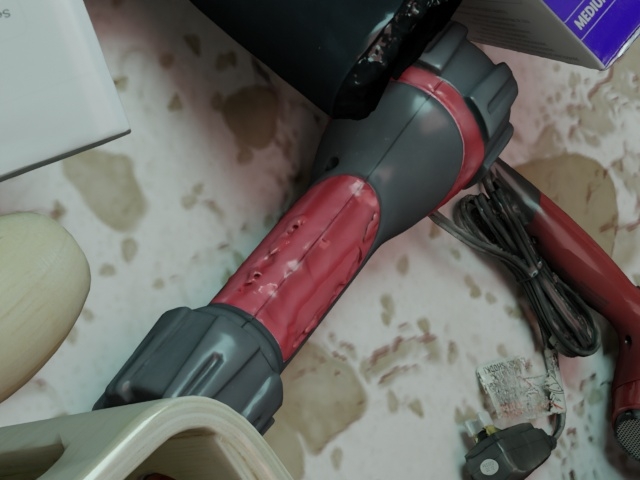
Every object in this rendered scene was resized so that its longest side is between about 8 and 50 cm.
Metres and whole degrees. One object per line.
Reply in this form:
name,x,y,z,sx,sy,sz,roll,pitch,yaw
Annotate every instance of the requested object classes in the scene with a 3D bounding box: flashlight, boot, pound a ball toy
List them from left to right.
pound a ball toy,-0.116,0.099,0.539,0.136,0.319,0.208,-42,104,-36
boot,-0.056,-0.138,0.736,0.207,0.094,0.246,41,47,12
flashlight,0.000,0.000,0.783,0.304,0.103,0.103,-50,128,-37

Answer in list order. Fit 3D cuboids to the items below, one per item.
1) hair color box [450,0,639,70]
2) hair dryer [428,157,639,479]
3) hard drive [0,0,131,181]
hair color box,0.041,-0.250,0.813,0.339,0.185,0.110,39,88,-23
hair dryer,0.199,0.037,0.944,0.294,0.080,0.223,-3,81,-38
hard drive,-0.232,-0.156,0.632,0.203,0.040,0.307,-21,92,-7
